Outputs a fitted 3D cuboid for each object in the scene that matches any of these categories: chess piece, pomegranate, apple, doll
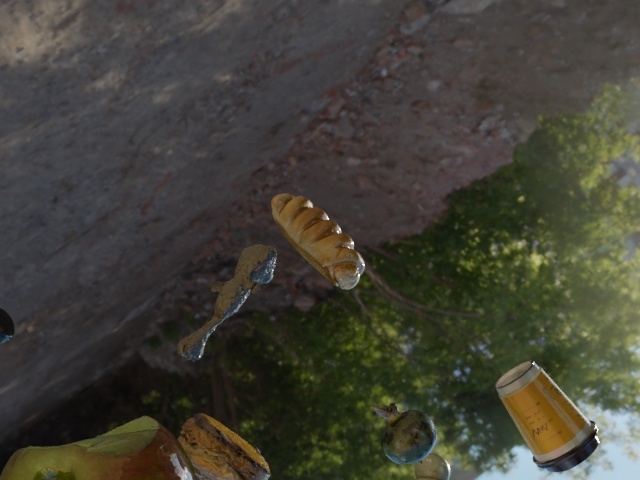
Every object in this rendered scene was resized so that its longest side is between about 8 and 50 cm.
[{"bbox_3d":[0.296,0.700,2.048,0.133,0.133,0.243,-39,-151,47],"label":"chess piece"},{"bbox_3d":[0.172,0.397,1.587,0.122,0.161,0.122,-40,174,-5],"label":"pomegranate"},{"bbox_3d":[-0.279,0.326,0.933,0.246,0.246,0.226,-37,141,4],"label":"apple"},{"bbox_3d":[-0.186,0.123,1.598,0.203,0.091,0.285,-40,-166,36],"label":"doll"}]

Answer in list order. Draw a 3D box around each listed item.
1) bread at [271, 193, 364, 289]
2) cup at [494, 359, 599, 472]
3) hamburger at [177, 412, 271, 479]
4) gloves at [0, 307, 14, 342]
[{"bbox_3d":[0.000,0.000,2.012,0.121,0.311,0.172,-41,158,-11],"label":"bread"},{"bbox_3d":[0.606,0.475,2.049,0.196,0.279,0.196,-36,176,-3],"label":"cup"},{"bbox_3d":[-0.295,0.649,2.255,0.174,0.305,0.284,-57,174,-19],"label":"hamburger"},{"bbox_3d":[-0.724,0.224,1.497,0.268,0.135,0.107,-39,133,17],"label":"gloves"}]
